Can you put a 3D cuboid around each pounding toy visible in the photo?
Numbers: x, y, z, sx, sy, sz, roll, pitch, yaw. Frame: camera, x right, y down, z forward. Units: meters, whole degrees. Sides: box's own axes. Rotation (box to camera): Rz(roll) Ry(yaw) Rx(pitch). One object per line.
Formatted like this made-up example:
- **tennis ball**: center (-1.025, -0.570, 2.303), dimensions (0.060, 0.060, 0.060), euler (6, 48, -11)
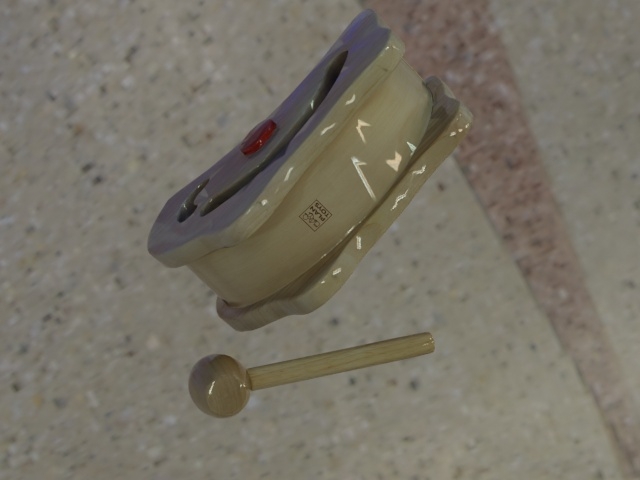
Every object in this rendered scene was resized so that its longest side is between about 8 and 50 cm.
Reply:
- **pounding toy**: center (0.000, 0.000, 1.112), dimensions (0.155, 0.154, 0.269), euler (44, 78, -18)
